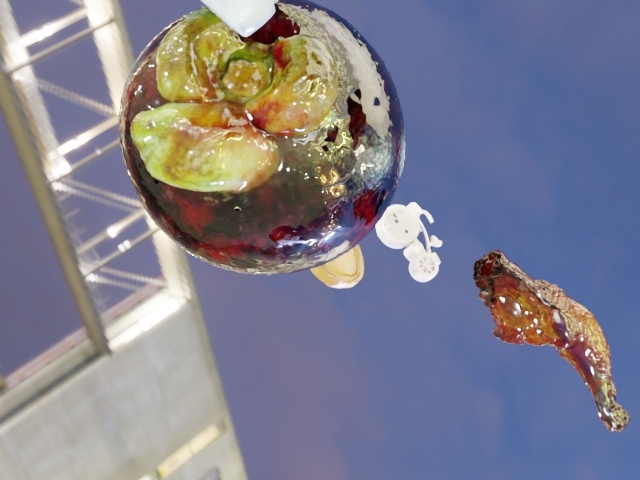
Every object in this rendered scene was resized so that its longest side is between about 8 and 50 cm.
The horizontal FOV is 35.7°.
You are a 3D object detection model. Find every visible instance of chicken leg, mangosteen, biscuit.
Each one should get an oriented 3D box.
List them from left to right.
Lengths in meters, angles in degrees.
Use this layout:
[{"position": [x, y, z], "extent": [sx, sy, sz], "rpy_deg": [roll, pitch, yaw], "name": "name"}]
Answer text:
[{"position": [-0.056, -0.103, 0.938], "extent": [0.288, 0.288, 0.288], "rpy_deg": [38, -32, 29], "name": "mangosteen"}, {"position": [0.001, -0.001, 1.239], "extent": [0.023, 0.118, 0.140], "rpy_deg": [-50, -133, 34], "name": "biscuit"}, {"position": [0.217, 0.085, 0.929], "extent": [0.205, 0.053, 0.093], "rpy_deg": [46, -49, 37], "name": "chicken leg"}]

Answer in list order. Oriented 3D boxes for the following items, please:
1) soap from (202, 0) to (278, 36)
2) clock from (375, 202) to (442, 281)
[{"position": [-0.067, -0.286, 0.828], "extent": [0.095, 0.173, 0.289], "rpy_deg": [39, 7, -27], "name": "soap"}, {"position": [0.145, 0.000, 1.541], "extent": [0.129, 0.087, 0.041], "rpy_deg": [57, -32, 8], "name": "clock"}]
